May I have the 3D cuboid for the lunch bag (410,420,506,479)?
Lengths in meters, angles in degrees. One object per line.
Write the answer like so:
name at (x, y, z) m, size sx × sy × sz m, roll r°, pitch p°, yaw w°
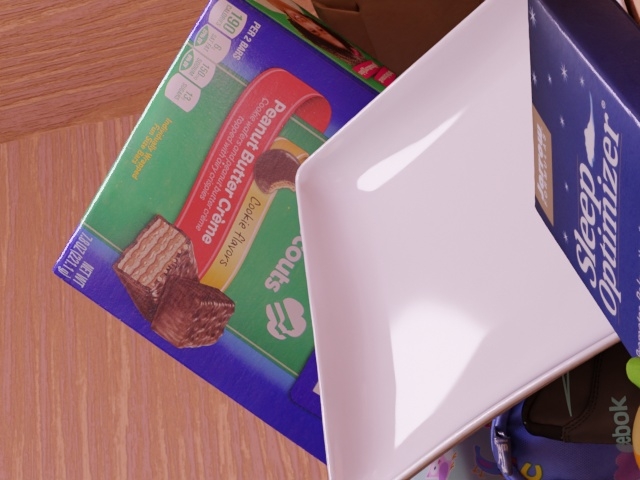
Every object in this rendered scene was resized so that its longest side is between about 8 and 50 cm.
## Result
lunch bag at (0.198, 0.271, 1.109) m, size 0.160 × 0.262 × 0.223 m, roll -52°, pitch 29°, yaw 32°

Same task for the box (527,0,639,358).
box at (0.135, -0.025, 0.568) m, size 0.225 × 0.036 × 0.136 m, roll -111°, pitch 8°, yaw -49°

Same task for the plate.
plate at (0.097, -0.011, 0.759) m, size 0.045 × 0.278 × 0.277 m, roll 26°, pitch -140°, yaw -32°

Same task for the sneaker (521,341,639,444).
sneaker at (0.157, 0.017, 0.791) m, size 0.267 × 0.106 × 0.101 m, roll -93°, pitch -12°, yaw -51°

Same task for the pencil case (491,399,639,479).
pencil case at (0.184, 0.118, 0.954) m, size 0.306 × 0.119 × 0.133 m, roll -22°, pitch -55°, yaw -83°

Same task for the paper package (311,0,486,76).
paper package at (0.085, -0.274, 1.160) m, size 0.309 × 0.168 × 0.325 m, roll 56°, pitch -161°, yaw -57°

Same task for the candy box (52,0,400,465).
candy box at (0.000, 0.000, 0.985) m, size 0.317 × 0.268 × 0.122 m, roll 34°, pitch -159°, yaw 1°

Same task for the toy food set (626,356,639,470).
toy food set at (0.151, 0.096, 0.445) m, size 0.132 × 0.038 × 0.192 m, roll -150°, pitch 42°, yaw -74°
